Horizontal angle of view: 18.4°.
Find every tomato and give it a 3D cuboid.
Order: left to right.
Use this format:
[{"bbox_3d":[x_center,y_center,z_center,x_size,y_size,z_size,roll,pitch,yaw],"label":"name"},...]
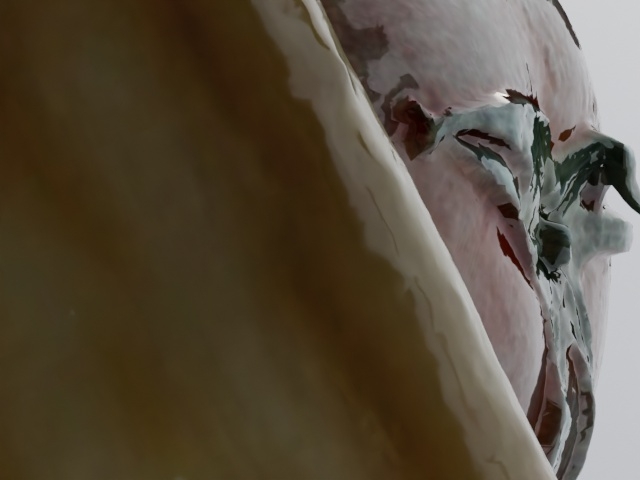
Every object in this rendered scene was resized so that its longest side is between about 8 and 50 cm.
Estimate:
[{"bbox_3d":[0.000,0.000,0.867,0.283,0.317,0.316,-2,-87,22],"label":"tomato"}]

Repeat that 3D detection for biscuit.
[{"bbox_3d":[-0.072,0.046,0.567,0.290,0.237,0.062,61,5,-12],"label":"biscuit"}]
